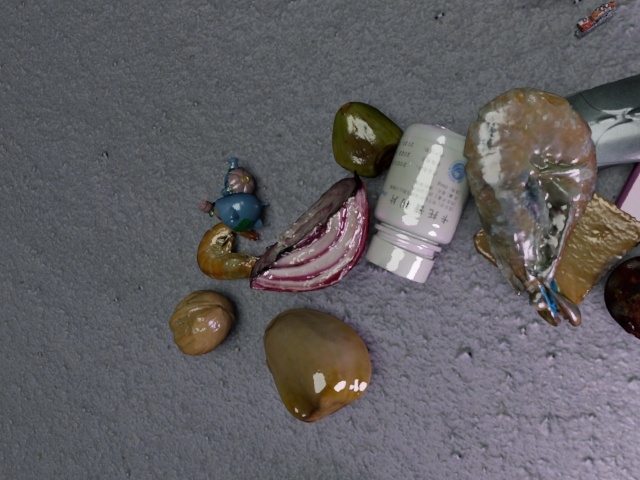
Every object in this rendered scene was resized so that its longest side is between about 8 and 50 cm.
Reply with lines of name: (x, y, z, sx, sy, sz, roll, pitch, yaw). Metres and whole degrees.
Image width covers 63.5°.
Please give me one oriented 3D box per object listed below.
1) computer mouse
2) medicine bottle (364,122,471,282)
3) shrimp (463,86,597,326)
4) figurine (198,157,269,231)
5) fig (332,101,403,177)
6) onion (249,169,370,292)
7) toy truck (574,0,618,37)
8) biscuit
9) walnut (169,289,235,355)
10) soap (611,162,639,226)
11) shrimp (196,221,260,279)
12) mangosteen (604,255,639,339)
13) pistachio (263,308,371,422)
computer mouse: (0.525, -0.211, 0.916, 0.380, 0.090, 0.167, -15, 82, 39)
medicine bottle: (0.201, -0.074, 1.042, 0.170, 0.170, 0.292, 24, 97, 20)
shrimp: (0.396, -0.054, 0.939, 0.221, 0.110, 0.445, -14, 103, 9)
figurine: (-0.210, -0.099, 1.242, 0.145, 0.114, 0.178, -15, 70, 25)
fig: (0.090, -0.218, 1.105, 0.144, 0.154, 0.165, -44, 112, -24)
onion: (0.000, 0.000, 1.093, 0.146, 0.280, 0.314, 44, 99, -9)
toy truck: (0.532, -0.430, 1.004, 0.083, 0.024, 0.032, -32, 106, 14)
biscuit: (0.444, -0.005, 0.992, 0.237, 0.013, 0.232, 40, 121, 16)
walnut: (-0.282, 0.194, 1.238, 0.167, 0.149, 0.166, -28, 51, 40)
soap: (0.627, -0.107, 0.933, 0.122, 0.065, 0.203, 27, 98, 20)
shrimp: (-0.194, 0.032, 1.250, 0.249, 0.068, 0.150, 11, 84, 22)
mangosteen: (0.589, 0.087, 0.892, 0.173, 0.172, 0.183, 30, 97, 20)
pistachio: (-0.014, 0.252, 1.127, 0.213, 0.163, 0.260, -34, 62, -4)
